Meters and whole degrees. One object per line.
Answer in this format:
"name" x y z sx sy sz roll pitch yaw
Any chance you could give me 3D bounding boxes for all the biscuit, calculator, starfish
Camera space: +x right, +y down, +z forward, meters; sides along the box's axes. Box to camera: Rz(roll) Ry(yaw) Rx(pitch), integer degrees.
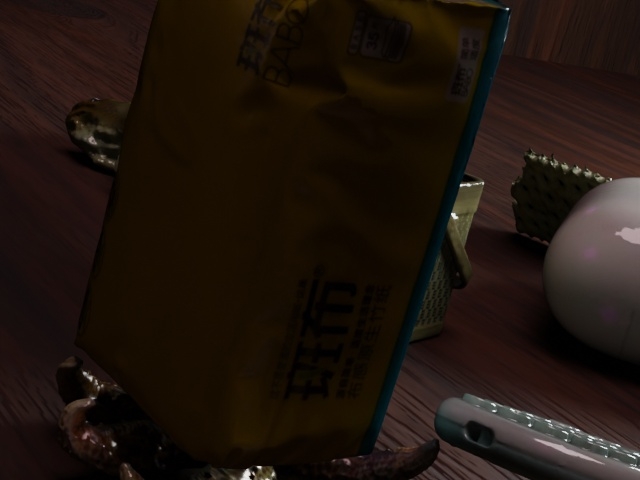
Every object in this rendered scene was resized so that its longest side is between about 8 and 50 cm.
"biscuit" 0.277 -0.030 1.617 0.203 0.144 0.016 24 58 40
"biscuit" -0.116 -0.077 1.541 0.335 0.078 0.329 19 13 12
"calculator" 0.190 0.149 0.924 0.295 0.042 0.184 22 -3 -40
"starfish" -0.044 0.115 0.924 0.216 0.071 0.238 26 29 24

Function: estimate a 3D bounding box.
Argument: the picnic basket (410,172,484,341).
"picnic basket" 0.000 0.000 1.226 0.165 0.139 0.266 23 17 32

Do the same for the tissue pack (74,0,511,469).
"tissue pack" -0.029 -0.032 0.851 0.134 0.271 0.192 5 18 -34

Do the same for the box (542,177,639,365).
"box" 0.379 0.050 1.375 0.349 0.141 0.288 17 16 12
